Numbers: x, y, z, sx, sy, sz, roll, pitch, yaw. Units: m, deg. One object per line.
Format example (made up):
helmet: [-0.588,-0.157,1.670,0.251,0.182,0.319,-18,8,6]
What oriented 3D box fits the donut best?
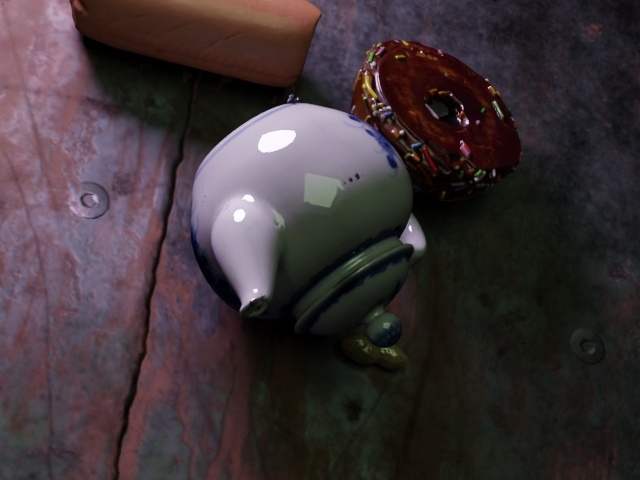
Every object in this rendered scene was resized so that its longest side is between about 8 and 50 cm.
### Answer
donut: [0.136,-0.144,1.586,0.235,0.089,0.235,20,45,-22]

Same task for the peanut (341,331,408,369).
peanut: [0.063,0.128,1.487,0.083,0.037,0.037,13,62,-9]

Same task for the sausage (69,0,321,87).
sausage: [-0.157,-0.272,1.552,0.304,0.121,0.121,13,62,-13]

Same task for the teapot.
teapot: [0.000,0.000,1.401,0.280,0.252,0.424,54,27,11]
